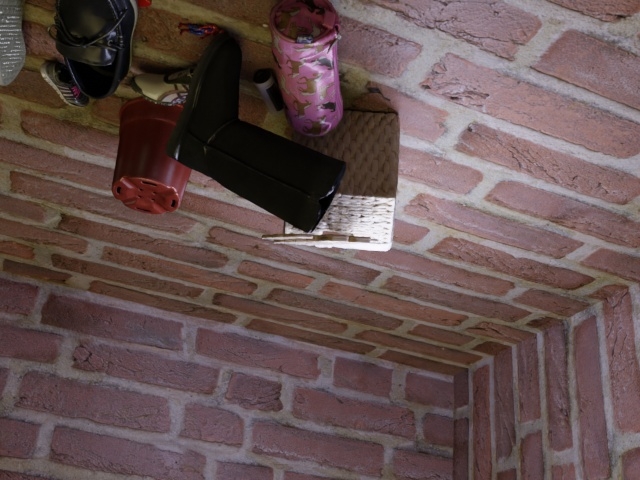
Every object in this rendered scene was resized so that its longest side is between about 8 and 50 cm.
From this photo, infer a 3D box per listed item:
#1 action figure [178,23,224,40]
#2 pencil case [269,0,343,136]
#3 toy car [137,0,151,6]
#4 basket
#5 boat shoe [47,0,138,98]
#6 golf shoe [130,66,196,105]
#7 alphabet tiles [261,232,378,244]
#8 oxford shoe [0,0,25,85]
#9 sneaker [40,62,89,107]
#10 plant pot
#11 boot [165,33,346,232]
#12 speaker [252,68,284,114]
[{"bbox_3d":[-0.301,-0.530,1.864,0.115,0.030,0.038,1,146,4],"label":"action figure"},{"bbox_3d":[-0.028,-0.431,1.862,0.160,0.167,0.386,-26,153,-11],"label":"pencil case"},{"bbox_3d":[-0.414,-0.647,1.645,0.225,0.053,0.239,-15,145,33],"label":"toy car"},{"bbox_3d":[0.062,-0.176,2.128,0.328,0.331,0.266,5,149,4],"label":"basket"},{"bbox_3d":[-0.544,-0.503,1.761,0.187,0.156,0.500,19,158,-4],"label":"boat shoe"},{"bbox_3d":[-0.376,-0.430,2.013,0.273,0.105,0.120,9,134,-14],"label":"golf shoe"},{"bbox_3d":[0.000,0.000,1.964,0.278,0.021,0.284,4,177,-34],"label":"alphabet tiles"},{"bbox_3d":[-0.812,-0.552,1.804,0.130,0.169,0.449,32,148,-5],"label":"oxford shoe"},{"bbox_3d":[-0.704,-0.438,2.071,0.075,0.063,0.170,-4,146,30],"label":"sneaker"},{"bbox_3d":[-0.490,-0.238,2.186,0.272,0.265,0.272,5,152,3],"label":"plant pot"},{"bbox_3d":[-0.135,-0.267,1.877,0.445,0.146,0.367,29,110,13],"label":"boot"},{"bbox_3d":[-0.139,-0.408,2.025,0.055,0.055,0.136,-3,150,17],"label":"speaker"}]
